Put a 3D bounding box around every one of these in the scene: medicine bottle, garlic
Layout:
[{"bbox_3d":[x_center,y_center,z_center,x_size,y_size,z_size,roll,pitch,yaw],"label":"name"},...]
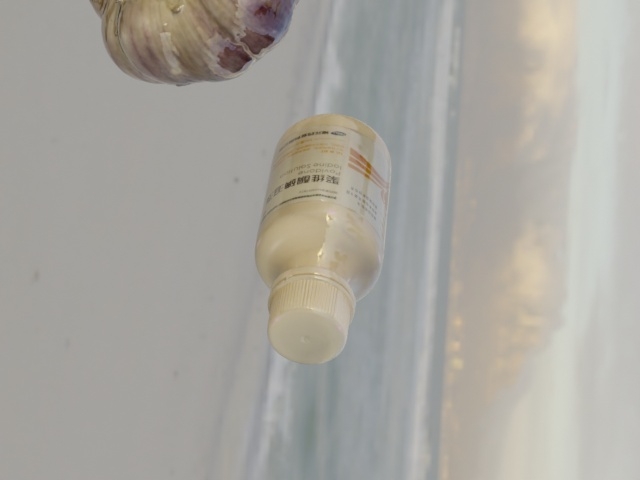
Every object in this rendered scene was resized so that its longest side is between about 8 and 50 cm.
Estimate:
[{"bbox_3d":[0.000,0.000,1.236,0.252,0.114,0.114,-81,172,-49],"label":"medicine bottle"},{"bbox_3d":[-0.098,-0.240,1.281,0.160,0.245,0.244,30,56,-43],"label":"garlic"}]
